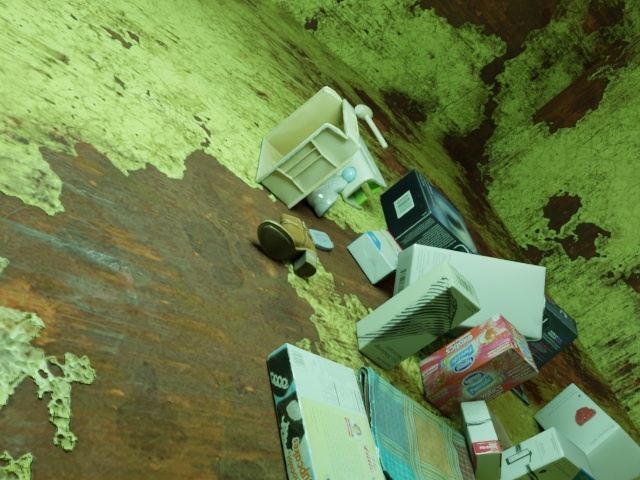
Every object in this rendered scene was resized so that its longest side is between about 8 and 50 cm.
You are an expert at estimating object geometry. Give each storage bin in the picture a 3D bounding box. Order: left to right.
[{"bbox_3d":[-0.030,-0.256,1.592,0.123,0.260,0.262,43,23,-24],"label":"storage bin"}]

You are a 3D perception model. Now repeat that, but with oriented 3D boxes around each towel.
[{"bbox_3d":[0.217,0.446,1.255,0.370,0.040,0.271,38,27,-27],"label":"towel"}]

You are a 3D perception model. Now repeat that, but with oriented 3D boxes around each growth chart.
[{"bbox_3d":[0.450,0.505,1.605,0.237,0.021,0.172,31,30,-38],"label":"growth chart"}]

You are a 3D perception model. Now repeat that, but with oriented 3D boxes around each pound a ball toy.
[{"bbox_3d":[0.114,-0.296,1.971,0.135,0.208,0.319,24,35,-46],"label":"pound a ball toy"}]

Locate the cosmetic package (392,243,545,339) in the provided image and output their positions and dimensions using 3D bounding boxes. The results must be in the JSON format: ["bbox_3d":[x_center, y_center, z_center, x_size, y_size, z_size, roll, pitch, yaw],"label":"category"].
[{"bbox_3d":[0.389,0.142,1.575,0.365,0.197,0.155,12,-12,-7],"label":"cosmetic package"}]

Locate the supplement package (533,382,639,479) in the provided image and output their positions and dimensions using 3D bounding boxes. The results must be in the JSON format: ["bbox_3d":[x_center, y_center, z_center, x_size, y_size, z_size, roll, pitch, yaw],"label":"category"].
[{"bbox_3d":[0.830,0.610,1.834,0.175,0.177,0.293,46,5,-10],"label":"supplement package"}]

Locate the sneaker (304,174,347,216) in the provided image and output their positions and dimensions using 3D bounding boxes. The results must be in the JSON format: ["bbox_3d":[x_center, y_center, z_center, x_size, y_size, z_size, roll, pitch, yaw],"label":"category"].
[{"bbox_3d":[0.005,-0.162,1.730,0.115,0.090,0.232,43,23,-7],"label":"sneaker"}]

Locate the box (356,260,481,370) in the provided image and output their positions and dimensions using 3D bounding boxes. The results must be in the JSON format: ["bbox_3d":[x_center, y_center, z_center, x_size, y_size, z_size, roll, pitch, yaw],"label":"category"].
[{"bbox_3d":[0.217,0.175,1.360,0.113,0.275,0.094,38,26,-25],"label":"box"}]

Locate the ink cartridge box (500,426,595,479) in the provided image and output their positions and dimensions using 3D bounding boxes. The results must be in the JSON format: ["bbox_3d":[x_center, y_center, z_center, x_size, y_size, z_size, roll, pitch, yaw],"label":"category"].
[{"bbox_3d":[0.523,0.555,1.432,0.148,0.203,0.086,38,28,-25],"label":"ink cartridge box"}]

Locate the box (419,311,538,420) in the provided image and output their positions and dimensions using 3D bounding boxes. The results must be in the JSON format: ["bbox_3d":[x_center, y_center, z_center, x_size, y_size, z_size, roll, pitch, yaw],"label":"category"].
[{"bbox_3d":[0.386,0.315,1.476,0.122,0.257,0.128,42,25,-23],"label":"box"}]

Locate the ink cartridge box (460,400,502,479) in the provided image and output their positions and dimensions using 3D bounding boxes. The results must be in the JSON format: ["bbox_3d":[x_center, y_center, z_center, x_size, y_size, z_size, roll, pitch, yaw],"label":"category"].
[{"bbox_3d":[0.380,0.473,1.414,0.150,0.063,0.109,-93,173,-55],"label":"ink cartridge box"}]

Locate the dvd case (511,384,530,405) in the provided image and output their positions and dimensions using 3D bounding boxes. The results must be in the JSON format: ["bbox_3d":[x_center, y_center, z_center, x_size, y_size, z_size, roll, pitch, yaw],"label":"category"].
[{"bbox_3d":[0.656,0.492,2.003,0.119,0.013,0.087,43,24,-18],"label":"dvd case"}]

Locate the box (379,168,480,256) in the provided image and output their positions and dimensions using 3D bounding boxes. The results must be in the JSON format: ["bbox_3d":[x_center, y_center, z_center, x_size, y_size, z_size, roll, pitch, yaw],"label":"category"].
[{"bbox_3d":[0.390,-0.052,2.138,0.294,0.182,0.296,38,26,-28],"label":"box"}]

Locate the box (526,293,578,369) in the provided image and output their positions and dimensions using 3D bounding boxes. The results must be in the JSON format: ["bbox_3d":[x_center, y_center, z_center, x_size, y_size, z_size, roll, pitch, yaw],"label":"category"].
[{"bbox_3d":[0.688,0.321,1.969,0.165,0.270,0.143,43,23,5],"label":"box"}]

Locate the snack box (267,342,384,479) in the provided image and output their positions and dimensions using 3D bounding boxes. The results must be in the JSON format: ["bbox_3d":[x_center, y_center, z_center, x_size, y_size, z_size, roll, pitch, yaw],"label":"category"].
[{"bbox_3d":[0.017,0.345,1.018,0.187,0.060,0.322,30,30,-38],"label":"snack box"}]

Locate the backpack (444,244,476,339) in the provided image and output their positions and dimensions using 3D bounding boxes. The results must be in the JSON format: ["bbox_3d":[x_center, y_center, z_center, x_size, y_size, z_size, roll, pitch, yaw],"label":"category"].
[{"bbox_3d":[0.416,0.171,1.794,0.191,0.225,0.253,37,30,-17],"label":"backpack"}]

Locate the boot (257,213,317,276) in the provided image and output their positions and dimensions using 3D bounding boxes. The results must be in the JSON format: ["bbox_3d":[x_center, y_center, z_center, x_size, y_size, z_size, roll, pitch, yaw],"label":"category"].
[{"bbox_3d":[-0.081,-0.017,1.379,0.197,0.073,0.152,48,21,-37],"label":"boot"}]

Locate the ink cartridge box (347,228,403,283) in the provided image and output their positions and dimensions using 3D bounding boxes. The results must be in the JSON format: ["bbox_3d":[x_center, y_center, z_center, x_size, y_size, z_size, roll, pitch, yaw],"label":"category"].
[{"bbox_3d":[0.185,0.042,1.752,0.134,0.078,0.231,55,23,12],"label":"ink cartridge box"}]

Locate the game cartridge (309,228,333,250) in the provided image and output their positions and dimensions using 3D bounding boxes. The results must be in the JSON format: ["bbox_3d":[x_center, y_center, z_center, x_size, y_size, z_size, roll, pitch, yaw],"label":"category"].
[{"bbox_3d":[0.000,0.000,1.565,0.083,0.017,0.056,14,39,-54],"label":"game cartridge"}]
